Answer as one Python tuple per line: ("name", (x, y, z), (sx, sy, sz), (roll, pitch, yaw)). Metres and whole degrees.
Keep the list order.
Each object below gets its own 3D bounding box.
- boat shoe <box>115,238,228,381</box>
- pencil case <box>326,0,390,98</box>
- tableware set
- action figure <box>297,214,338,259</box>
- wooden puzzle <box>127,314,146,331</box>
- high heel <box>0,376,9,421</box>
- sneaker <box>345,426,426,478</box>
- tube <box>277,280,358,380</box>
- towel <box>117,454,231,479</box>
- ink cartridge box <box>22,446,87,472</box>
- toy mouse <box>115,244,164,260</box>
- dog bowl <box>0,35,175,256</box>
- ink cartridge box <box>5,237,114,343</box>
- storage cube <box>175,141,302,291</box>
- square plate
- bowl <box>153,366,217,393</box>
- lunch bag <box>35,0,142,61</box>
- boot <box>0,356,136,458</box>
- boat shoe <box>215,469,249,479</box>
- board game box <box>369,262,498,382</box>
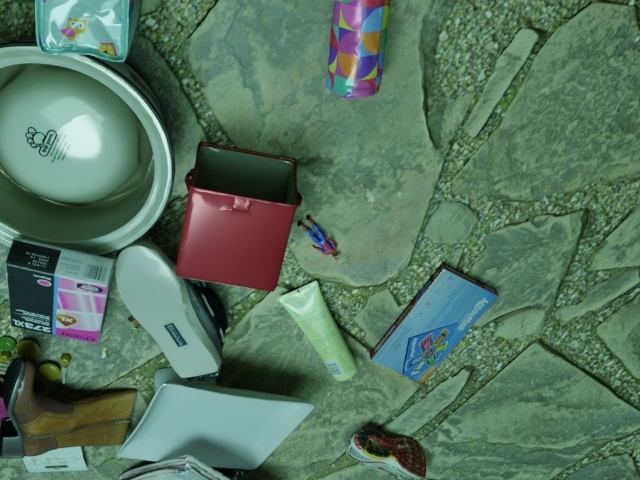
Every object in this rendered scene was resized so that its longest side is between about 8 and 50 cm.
("boat shoe", (-0.287, 0.111, 1.547), (0.127, 0.158, 0.340), (-12, 122, 12))
("pencil case", (0.064, -0.360, 1.312), (0.105, 0.104, 0.236), (3, 120, -5))
("tableware set", (-0.624, 0.257, 1.700), (0.154, 0.024, 0.104), (10, 117, -8))
("action figure", (0.000, 0.000, 1.570), (0.038, 0.030, 0.115), (-37, 119, 13))
("wooden puzzle", (-0.376, 0.167, 1.664), (0.083, 0.006, 0.049), (-40, 116, 20))
("high heel", (-0.770, 0.248, 1.632), (0.182, 0.127, 0.377), (-16, 132, 7))
("sneaker", (0.160, 0.514, 1.876), (0.225, 0.088, 0.093), (28, 137, -19))
("tube", (0.005, 0.196, 1.678), (0.070, 0.062, 0.240), (-44, 118, -27))
("towel", (-0.279, 0.627, 1.860), (0.332, 0.053, 0.317), (39, 139, -22))
("ink cartridge box", (-0.629, 0.475, 1.831), (0.146, 0.045, 0.179), (-2, 132, -3))
("toy mouse", (-0.382, 0.002, 1.547), (0.143, 0.031, 0.161), (17, 119, -13))
("dog bowl", (-0.451, -0.172, 1.363), (0.408, 0.150, 0.407), (-1, 124, -1))
("ink cartridge box", (-0.502, 0.119, 1.500), (0.176, 0.069, 0.371), (14, 151, -12))
("storage cube", (-0.152, -0.043, 1.442), (0.215, 0.183, 0.193), (10, 121, -9))
("square plate", (-0.239, 0.410, 1.735), (0.344, 0.049, 0.347), (14, 136, -24))
("bowl", (-0.303, 0.352, 1.757), (0.142, 0.053, 0.142), (-4, 123, 0))
("lunch bag", (-0.347, -0.428, 1.169), (0.160, 0.223, 0.262), (2, 121, -10))
("boot", (-0.536, 0.357, 1.688), (0.281, 0.096, 0.264), (0, 113, -29))
("boat shoe", (-0.211, 0.598, 1.906), (0.078, 0.070, 0.219), (-6, 139, 49))
("board game box", (0.243, 0.184, 1.696), (0.145, 0.027, 0.281), (27, 117, -17))
